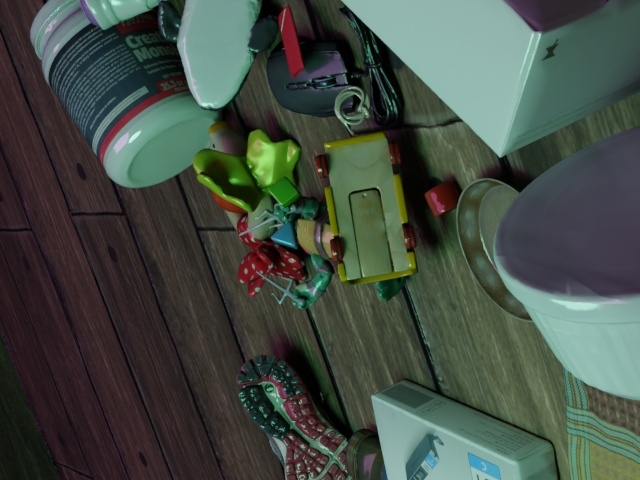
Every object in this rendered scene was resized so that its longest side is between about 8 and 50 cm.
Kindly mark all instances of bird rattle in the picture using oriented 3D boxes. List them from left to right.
[{"bbox_3d":[-0.094,-0.059,1.941,0.207,0.143,0.253,55,167,43],"label":"bird rattle"}]

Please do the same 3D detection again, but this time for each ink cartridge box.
[{"bbox_3d":[0.196,0.338,1.764,0.296,0.066,0.261,18,126,55],"label":"ink cartridge box"}]

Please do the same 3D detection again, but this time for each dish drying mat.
[{"bbox_3d":[-0.036,-0.238,1.657,0.032,0.008,0.083,-37,60,54],"label":"dish drying mat"}]

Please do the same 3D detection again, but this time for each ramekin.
[{"bbox_3d":[0.290,0.017,1.134,0.273,0.273,0.127,19,140,55],"label":"ramekin"}]

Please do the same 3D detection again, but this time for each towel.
[{"bbox_3d":[0.340,0.324,1.429,0.271,0.040,0.370,18,118,64],"label":"towel"}]

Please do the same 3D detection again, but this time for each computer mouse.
[{"bbox_3d":[-0.010,-0.228,1.668,0.262,0.060,0.184,20,130,54],"label":"computer mouse"}]

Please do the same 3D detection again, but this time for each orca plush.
[{"bbox_3d":[-0.134,-0.317,1.775,0.102,0.151,0.287,-70,-32,-77],"label":"orca plush"}]

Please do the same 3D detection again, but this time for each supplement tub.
[{"bbox_3d":[-0.284,-0.230,2.007,0.272,0.191,0.191,55,151,18],"label":"supplement tub"}]

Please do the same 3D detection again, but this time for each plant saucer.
[{"bbox_3d":[0.212,0.007,1.502,0.168,0.029,0.168,42,145,39],"label":"plant saucer"}]

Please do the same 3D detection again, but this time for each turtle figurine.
[{"bbox_3d":[0.000,0.000,1.779,0.234,0.118,0.175,10,137,40],"label":"turtle figurine"}]

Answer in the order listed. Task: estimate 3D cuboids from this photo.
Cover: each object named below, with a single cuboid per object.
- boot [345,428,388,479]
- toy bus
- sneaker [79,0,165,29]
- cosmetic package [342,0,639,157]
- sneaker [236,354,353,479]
[{"bbox_3d":[0.098,0.382,1.955,0.106,0.082,0.219,16,123,59],"label":"boot"},{"bbox_3d":[0.055,-0.044,1.621,0.191,0.202,0.104,36,178,9],"label":"toy bus"},{"bbox_3d":[-0.278,-0.440,1.939,0.114,0.152,0.305,57,-161,-68],"label":"sneaker"},{"bbox_3d":[0.131,-0.269,1.240,0.365,0.197,0.155,51,150,28],"label":"cosmetic package"},{"bbox_3d":[-0.014,0.300,2.076,0.299,0.121,0.112,61,-178,6],"label":"sneaker"}]
